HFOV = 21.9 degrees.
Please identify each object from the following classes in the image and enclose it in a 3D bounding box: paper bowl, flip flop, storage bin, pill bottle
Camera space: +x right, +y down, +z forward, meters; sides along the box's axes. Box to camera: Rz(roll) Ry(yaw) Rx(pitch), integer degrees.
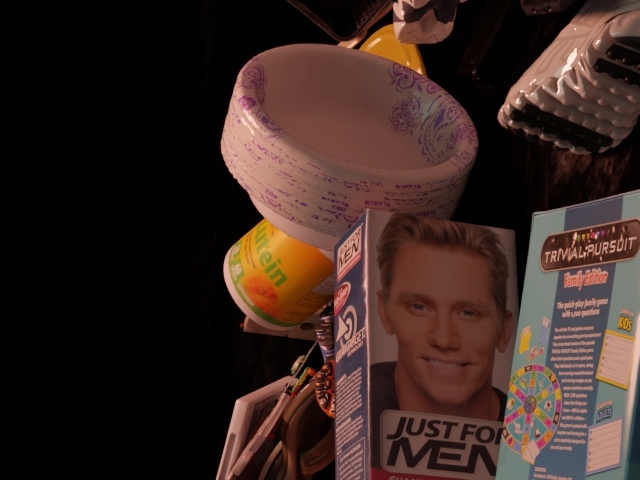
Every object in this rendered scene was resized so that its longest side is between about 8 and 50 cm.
[{"bbox_3d":[0.026,-0.093,1.889,0.284,0.284,0.148,-105,28,-52],"label":"paper bowl"},{"bbox_3d":[-0.005,0.273,2.173,0.112,0.080,0.277,-37,-34,-52],"label":"flip flop"},{"bbox_3d":[0.043,-0.363,2.130,0.180,0.122,0.084,-47,23,15],"label":"storage bin"},{"bbox_3d":[0.000,0.000,2.101,0.246,0.136,0.136,-39,41,36],"label":"pill bottle"}]

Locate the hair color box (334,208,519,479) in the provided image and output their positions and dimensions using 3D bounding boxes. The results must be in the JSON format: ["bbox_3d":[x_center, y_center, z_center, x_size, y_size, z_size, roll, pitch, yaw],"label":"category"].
[{"bbox_3d":[0.110,0.152,1.695,0.105,0.174,0.347,130,144,-59],"label":"hair color box"}]

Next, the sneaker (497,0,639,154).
[{"bbox_3d":[0.258,-0.165,1.513,0.292,0.110,0.118,-37,34,64],"label":"sneaker"}]

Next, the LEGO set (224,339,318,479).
[{"bbox_3d":[-0.041,0.227,2.231,0.244,0.060,0.182,-57,0,-41],"label":"LEGO set"}]

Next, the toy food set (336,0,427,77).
[{"bbox_3d":[0.096,-0.202,2.104,0.128,0.071,0.218,-44,36,25],"label":"toy food set"}]

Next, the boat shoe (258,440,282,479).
[{"bbox_3d":[-0.051,0.348,2.319,0.081,0.069,0.227,-23,-35,-57],"label":"boat shoe"}]

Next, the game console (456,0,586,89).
[{"bbox_3d":[0.216,-0.241,1.562,0.213,0.044,0.361,-63,7,3],"label":"game console"}]

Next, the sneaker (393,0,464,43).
[{"bbox_3d":[0.139,-0.349,1.959,0.235,0.094,0.153,113,151,-68],"label":"sneaker"}]

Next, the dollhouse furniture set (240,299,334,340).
[{"bbox_3d":[-0.026,0.030,2.267,0.183,0.129,0.129,119,153,-49],"label":"dollhouse furniture set"}]

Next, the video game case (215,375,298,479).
[{"bbox_3d":[-0.095,0.296,2.352,0.201,0.023,0.183,-16,-58,-70],"label":"video game case"}]

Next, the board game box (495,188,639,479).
[{"bbox_3d":[0.243,0.134,1.405,0.254,0.079,0.336,166,115,-72],"label":"board game box"}]

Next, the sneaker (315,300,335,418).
[{"bbox_3d":[0.042,0.151,2.077,0.221,0.083,0.087,-79,-31,-43],"label":"sneaker"}]
